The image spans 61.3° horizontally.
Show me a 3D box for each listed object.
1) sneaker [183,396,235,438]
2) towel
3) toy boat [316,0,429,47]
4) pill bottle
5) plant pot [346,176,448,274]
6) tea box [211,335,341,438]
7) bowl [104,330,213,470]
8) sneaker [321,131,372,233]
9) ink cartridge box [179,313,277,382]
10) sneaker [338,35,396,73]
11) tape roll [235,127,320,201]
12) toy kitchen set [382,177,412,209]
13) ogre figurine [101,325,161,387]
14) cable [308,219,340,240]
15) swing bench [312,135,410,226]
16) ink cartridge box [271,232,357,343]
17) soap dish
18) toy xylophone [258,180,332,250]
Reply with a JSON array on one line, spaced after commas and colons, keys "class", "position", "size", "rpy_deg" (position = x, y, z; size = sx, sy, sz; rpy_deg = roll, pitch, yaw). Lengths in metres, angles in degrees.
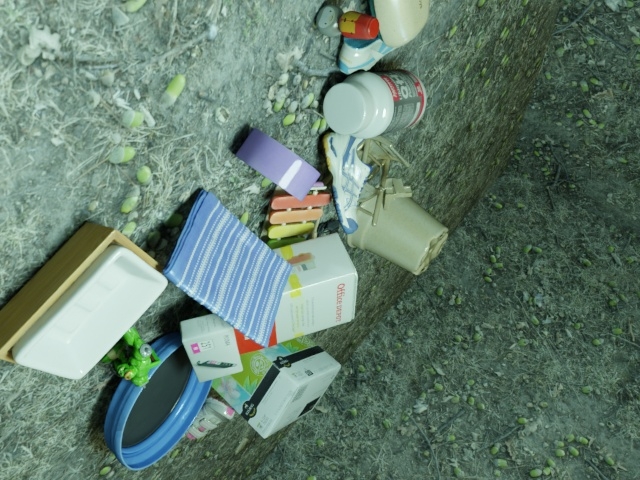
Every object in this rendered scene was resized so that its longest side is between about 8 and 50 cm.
[{"class": "sneaker", "position": [-0.373, 0.572, 1.707], "size": [0.103, 0.252, 0.111], "rpy_deg": [44, 41, -31]}, {"class": "towel", "position": [-0.198, 0.066, 1.257], "size": [0.336, 0.040, 0.243], "rpy_deg": [44, 46, -35]}, {"class": "toy boat", "position": [0.131, -0.560, 1.250], "size": [0.318, 0.148, 0.267], "rpy_deg": [-47, 144, -29]}, {"class": "pill bottle", "position": [0.148, -0.375, 1.484], "size": [0.318, 0.176, 0.176], "rpy_deg": [-27, 145, -50]}, {"class": "plant pot", "position": [0.326, -0.035, 2.158], "size": [0.334, 0.305, 0.333], "rpy_deg": [-44, 155, -26]}, {"class": "tea box", "position": [-0.164, 0.430, 1.812], "size": [0.220, 0.323, 0.329], "rpy_deg": [-59, 158, 12]}, {"class": "bowl", "position": [-0.438, 0.434, 1.503], "size": [0.391, 0.077, 0.391], "rpy_deg": [-52, 155, -37]}, {"class": "sneaker", "position": [0.091, -0.166, 1.544], "size": [0.112, 0.131, 0.296], "rpy_deg": [-114, -167, -77]}, {"class": "ink cartridge box", "position": [-0.229, 0.272, 1.434], "size": [0.239, 0.060, 0.275], "rpy_deg": [-12, 145, -11]}, {"class": "sneaker", "position": [0.131, -0.502, 1.405], "size": [0.229, 0.087, 0.092], "rpy_deg": [-30, 157, -35]}, {"class": "tape roll", "position": [-0.099, -0.175, 1.256], "size": [0.080, 0.189, 0.189], "rpy_deg": [-56, 158, 2]}, {"class": "toy kitchen set", "position": [0.240, -0.149, 1.723], "size": [0.083, 0.068, 0.075], "rpy_deg": [-4, 142, -3]}, {"class": "ogre figurine", "position": [-0.449, 0.271, 1.285], "size": [0.097, 0.118, 0.197], "rpy_deg": [-8, 129, -61]}, {"class": "cable", "position": [0.000, 0.000, 1.911], "size": [0.184, 0.047, 0.150], "rpy_deg": [-33, 154, -48]}, {"class": "swing bench", "position": [0.140, -0.205, 1.740], "size": [0.254, 0.165, 0.253], "rpy_deg": [-62, 157, 3]}, {"class": "ink cartridge box", "position": [-0.106, 0.158, 1.541], "size": [0.385, 0.160, 0.279], "rpy_deg": [-15, 145, -11]}, {"class": "soap dish", "position": [-0.458, 0.118, 1.047], "size": [0.291, 0.118, 0.229], "rpy_deg": [-50, 158, -12]}, {"class": "toy xylophone", "position": [-0.069, -0.053, 1.570], "size": [0.236, 0.081, 0.322], "rpy_deg": [-14, 135, -33]}]
